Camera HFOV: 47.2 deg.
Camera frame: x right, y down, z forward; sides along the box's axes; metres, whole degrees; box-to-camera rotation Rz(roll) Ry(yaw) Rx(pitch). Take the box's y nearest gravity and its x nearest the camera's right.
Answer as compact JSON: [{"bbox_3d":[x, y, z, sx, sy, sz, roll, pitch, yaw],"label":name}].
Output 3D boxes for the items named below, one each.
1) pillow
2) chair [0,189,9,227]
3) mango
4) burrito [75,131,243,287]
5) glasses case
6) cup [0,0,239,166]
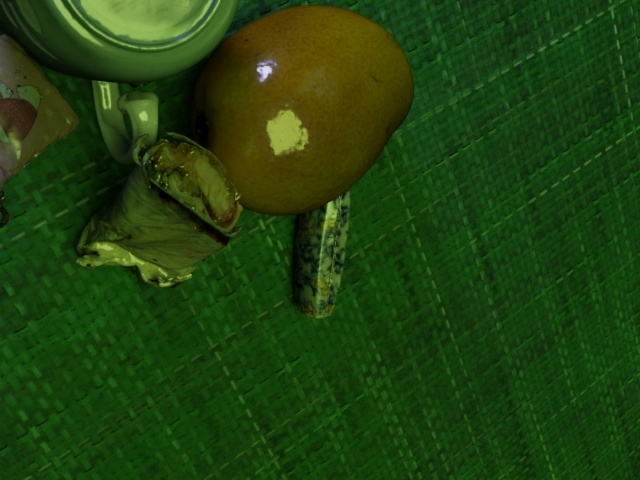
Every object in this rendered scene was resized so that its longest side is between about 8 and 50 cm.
[{"bbox_3d":[-0.379,-0.106,0.769,0.135,0.049,0.248,57,48,-27],"label":"pillow"},{"bbox_3d":[-0.494,-0.027,0.838,0.221,0.140,0.145,-38,116,-11],"label":"chair"},{"bbox_3d":[-0.014,-0.190,1.019,0.378,0.221,0.263,-32,107,-34],"label":"mango"},{"bbox_3d":[-0.192,-0.024,0.918,0.175,0.348,0.107,6,66,-28],"label":"burrito"},{"bbox_3d":[0.000,0.000,1.155,0.065,0.087,0.247,-3,107,-34],"label":"glasses case"},{"bbox_3d":[-0.234,-0.258,0.837,0.260,0.274,0.356,-11,108,-26],"label":"cup"}]
